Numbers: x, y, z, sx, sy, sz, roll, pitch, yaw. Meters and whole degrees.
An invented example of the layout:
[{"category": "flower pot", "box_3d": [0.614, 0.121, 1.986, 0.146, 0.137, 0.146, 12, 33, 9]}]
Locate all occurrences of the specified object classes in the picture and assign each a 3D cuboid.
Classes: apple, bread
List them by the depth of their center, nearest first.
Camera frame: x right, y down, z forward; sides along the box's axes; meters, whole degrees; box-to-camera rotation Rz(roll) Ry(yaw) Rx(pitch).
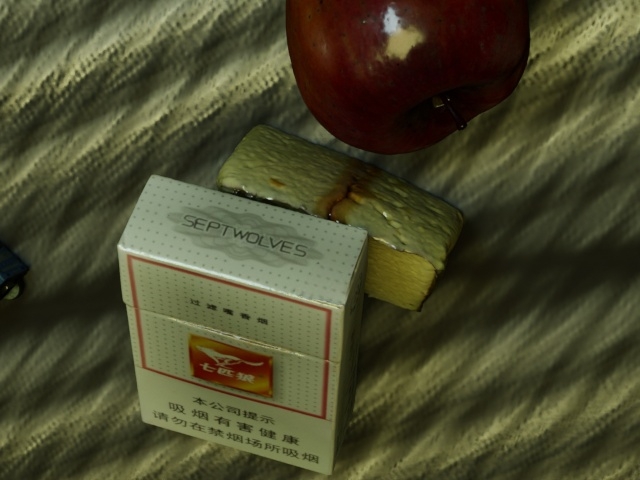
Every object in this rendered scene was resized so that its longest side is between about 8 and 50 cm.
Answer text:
[{"category": "apple", "box_3d": [0.076, -0.195, 1.432, 0.234, 0.234, 0.234, 4, 109, 12]}, {"category": "bread", "box_3d": [0.000, 0.000, 1.529, 0.240, 0.178, 0.135, 23, 110, 5]}]

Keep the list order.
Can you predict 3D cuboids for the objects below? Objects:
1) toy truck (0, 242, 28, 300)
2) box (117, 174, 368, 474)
[{"category": "toy truck", "box_3d": [-0.400, 0.077, 1.714, 0.088, 0.074, 0.202, 47, 113, 5]}, {"category": "box", "box_3d": [-0.071, 0.088, 1.533, 0.210, 0.095, 0.330, 15, 146, 8]}]
